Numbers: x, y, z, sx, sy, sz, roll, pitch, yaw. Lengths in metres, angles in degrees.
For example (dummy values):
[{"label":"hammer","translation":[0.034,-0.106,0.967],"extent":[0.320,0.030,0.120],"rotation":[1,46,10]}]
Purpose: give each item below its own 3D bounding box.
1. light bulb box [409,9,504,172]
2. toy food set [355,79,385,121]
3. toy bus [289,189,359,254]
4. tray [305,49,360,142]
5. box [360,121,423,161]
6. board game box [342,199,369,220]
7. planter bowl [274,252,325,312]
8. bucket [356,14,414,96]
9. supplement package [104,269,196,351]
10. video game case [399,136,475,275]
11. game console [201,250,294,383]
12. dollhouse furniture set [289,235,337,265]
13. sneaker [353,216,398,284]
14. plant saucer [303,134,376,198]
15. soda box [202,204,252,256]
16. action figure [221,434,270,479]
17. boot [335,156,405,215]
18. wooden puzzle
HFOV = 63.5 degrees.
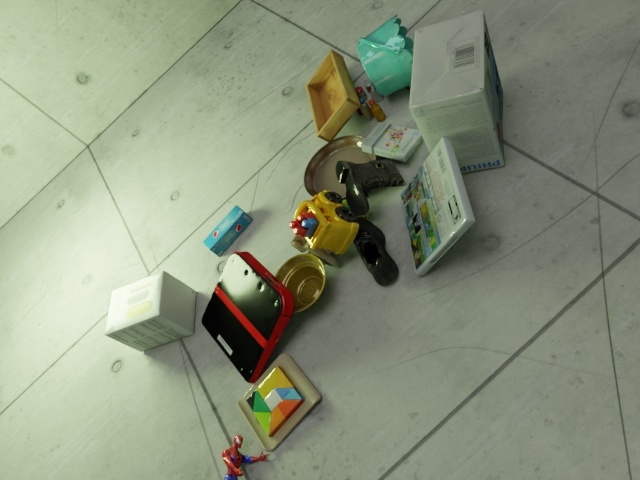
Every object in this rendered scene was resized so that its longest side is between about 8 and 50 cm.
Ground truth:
[{"label":"light bulb box","translation":[0.455,-0.464,1.687],"extent":[0.226,0.361,0.357],"rotation":[-6,58,27]},{"label":"toy food set","translation":[0.185,-0.581,2.103],"extent":[0.111,0.104,0.232],"rotation":[-20,52,20]},{"label":"toy bus","translation":[-0.014,-0.068,1.723],"extent":[0.220,0.212,0.149],"rotation":[57,131,39]},{"label":"tray","translation":[0.045,-0.605,2.149],"extent":[0.203,0.076,0.410],"rotation":[-48,34,32]},{"label":"box","translation":[0.266,-0.367,1.919],"extent":[0.186,0.038,0.145],"rotation":[22,58,29]},{"label":"board game box","translation":[0.072,-0.102,1.871],"extent":[0.182,0.092,0.043],"rotation":[-3,58,30]},{"label":"planter bowl","translation":[-0.055,0.160,1.779],"extent":[0.217,0.090,0.217],"rotation":[-17,55,26]},{"label":"bucket","translation":[0.277,-0.716,2.033],"extent":[0.183,0.281,0.280],"rotation":[-24,51,22]},{"label":"supplement package","translation":[-0.652,0.277,2.006],"extent":[0.263,0.198,0.199],"rotation":[-21,52,19]},{"label":"video game case","translation":[0.351,-0.104,1.612],"extent":[0.300,0.036,0.328],"rotation":[121,151,-49]},{"label":"game console","translation":[-0.264,0.252,1.819],"extent":[0.387,0.060,0.341],"rotation":[38,109,43]},{"label":"dollhouse furniture set","translation":[0.000,0.000,1.817],"extent":[0.123,0.144,0.151],"rotation":[-57,13,-12]},{"label":"sneaker","translation":[0.163,0.011,1.718],"extent":[0.109,0.130,0.286],"rotation":[-36,47,8]},{"label":"plant saucer","translation":[0.079,-0.272,2.007],"extent":[0.311,0.050,0.310],"rotation":[-16,54,22]},{"label":"soda box","translation":[-0.382,-0.040,2.131],"extent":[0.210,0.067,0.071],"rotation":[-48,48,-4]},{"label":"action figure","translation":[-0.240,0.722,1.534],"extent":[0.139,0.091,0.280],"rotation":[-17,54,30]},{"label":"boot","translation":[0.192,-0.202,1.805],"extent":[0.229,0.091,0.262],"rotation":[-5,54,-22]},{"label":"wooden puzzle","translation":[-0.141,0.505,1.643],"extent":[0.238,0.044,0.221],"rotation":[-46,48,-2]}]
